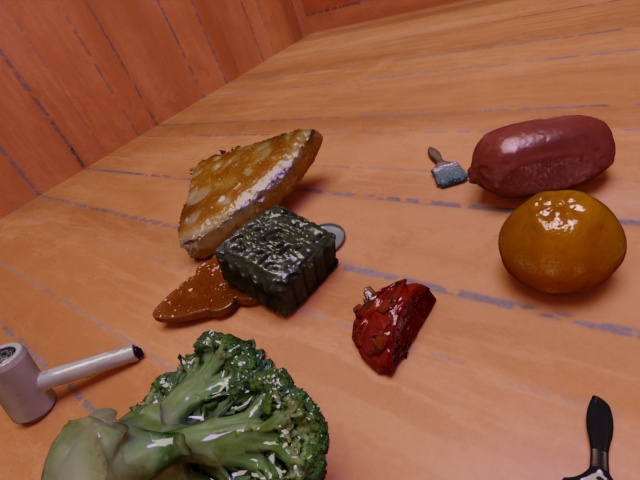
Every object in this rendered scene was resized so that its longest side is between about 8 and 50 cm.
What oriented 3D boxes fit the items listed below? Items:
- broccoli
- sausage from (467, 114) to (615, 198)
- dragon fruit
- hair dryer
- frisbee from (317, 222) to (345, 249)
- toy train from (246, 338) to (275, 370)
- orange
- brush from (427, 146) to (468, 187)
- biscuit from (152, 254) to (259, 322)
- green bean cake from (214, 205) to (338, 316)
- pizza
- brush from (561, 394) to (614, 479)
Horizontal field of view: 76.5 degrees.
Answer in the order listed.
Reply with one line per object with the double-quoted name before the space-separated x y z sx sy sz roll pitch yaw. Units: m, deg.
"broccoli" -0.122 0.216 0.414 0.270 0.270 0.269 -14 61 27
"sausage" 0.401 -0.154 0.746 0.255 0.148 0.148 -9 36 15
"dragon fruit" 0.093 0.107 0.611 0.106 0.083 0.162 10 47 40
"hair dryer" -0.436 0.224 0.708 0.237 0.131 0.073 -13 30 -12
"frisbee" 0.000 0.000 0.858 0.110 0.014 0.110 -13 36 10
"toy train" -0.106 0.199 0.623 0.064 0.044 0.103 -42 39 -11
"orange" 0.338 -0.003 0.578 0.159 0.136 0.158 -17 35 12
"brush" 0.282 -0.179 0.951 0.070 0.021 0.196 -17 33 8
"biscuit" -0.197 0.090 0.813 0.280 0.043 0.183 -32 40 -12
"green bean cake" -0.081 0.026 0.755 0.181 0.094 0.173 29 54 30
"pizza" -0.222 -0.151 1.086 0.440 0.130 0.406 -44 39 -13
"brush" 0.271 0.236 0.393 0.063 0.016 0.193 5 43 32
